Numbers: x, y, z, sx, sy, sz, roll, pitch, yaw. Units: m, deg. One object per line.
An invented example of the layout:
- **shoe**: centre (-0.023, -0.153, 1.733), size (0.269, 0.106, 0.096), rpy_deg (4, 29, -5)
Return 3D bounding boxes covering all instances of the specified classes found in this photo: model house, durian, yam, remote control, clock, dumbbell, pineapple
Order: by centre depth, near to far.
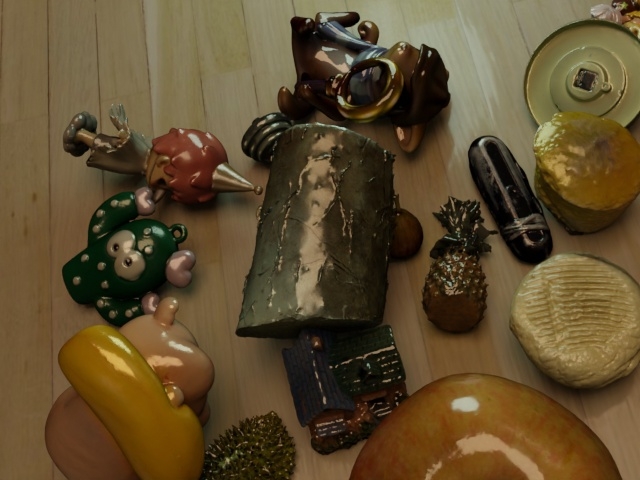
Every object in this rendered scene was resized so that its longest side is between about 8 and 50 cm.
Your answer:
- **durian**: centre (-0.137, 0.371, 1.522), size (0.220, 0.095, 0.137), rpy_deg (-39, 60, -5)
- **model house**: centre (0.042, 0.219, 1.526), size (0.182, 0.172, 0.166), rpy_deg (-17, 58, 0)
- **yam**: centre (0.000, 0.000, 1.588), size (0.241, 0.241, 0.348), rpy_deg (5, 78, 14)
- **pineapple**: centre (0.239, 0.030, 1.645), size (0.125, 0.125, 0.251), rpy_deg (1, 51, 12)
- **remote control**: centre (0.336, -0.081, 1.701), size (0.090, 0.066, 0.266), rpy_deg (-21, 59, 0)
- **clock**: centre (0.487, -0.291, 1.755), size (0.235, 0.029, 0.235), rpy_deg (-3, 82, 25)
- **dumbbell**: centre (-0.054, -0.136, 1.795), size (0.110, 0.110, 0.254), rpy_deg (-34, 67, -9)

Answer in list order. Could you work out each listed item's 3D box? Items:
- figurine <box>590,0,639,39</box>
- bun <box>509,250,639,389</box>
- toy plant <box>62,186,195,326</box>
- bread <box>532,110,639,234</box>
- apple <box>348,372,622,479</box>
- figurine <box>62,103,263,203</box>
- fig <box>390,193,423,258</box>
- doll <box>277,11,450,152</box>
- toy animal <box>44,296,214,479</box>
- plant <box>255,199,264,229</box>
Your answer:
- **figurine**: centre (0.604, -0.404, 1.807), size (0.174, 0.116, 0.240), rpy_deg (26, 74, 25)
- **bun**: centre (0.413, 0.133, 1.526), size (0.220, 0.134, 0.220), rpy_deg (-3, 67, 6)
- **toy plant**: centre (-0.345, 0.037, 1.738), size (0.232, 0.112, 0.243), rpy_deg (41, 91, 16)
- **bread**: centre (0.448, -0.117, 1.635), size (0.197, 0.170, 0.197), rpy_deg (1, 63, -1)
- **apple**: centre (0.226, 0.372, 1.305), size (0.391, 0.346, 0.392), rpy_deg (-4, 66, 9)
- **figurine**: centre (-0.288, -0.141, 1.807), size (0.386, 0.207, 0.166), rpy_deg (20, 85, 6)
- **fig**: centre (0.136, -0.027, 1.675), size (0.088, 0.125, 0.089), rpy_deg (-4, 56, 7)
- **doll**: centre (0.078, -0.321, 1.805), size (0.339, 0.209, 0.318), rpy_deg (24, 58, 27)
- **toy animal**: centre (-0.270, 0.268, 1.543), size (0.277, 0.345, 0.247), rpy_deg (32, 36, 12)
- **plant**: centre (-0.049, -0.034, 1.717), size (0.122, 0.116, 0.104), rpy_deg (-22, 29, 26)
